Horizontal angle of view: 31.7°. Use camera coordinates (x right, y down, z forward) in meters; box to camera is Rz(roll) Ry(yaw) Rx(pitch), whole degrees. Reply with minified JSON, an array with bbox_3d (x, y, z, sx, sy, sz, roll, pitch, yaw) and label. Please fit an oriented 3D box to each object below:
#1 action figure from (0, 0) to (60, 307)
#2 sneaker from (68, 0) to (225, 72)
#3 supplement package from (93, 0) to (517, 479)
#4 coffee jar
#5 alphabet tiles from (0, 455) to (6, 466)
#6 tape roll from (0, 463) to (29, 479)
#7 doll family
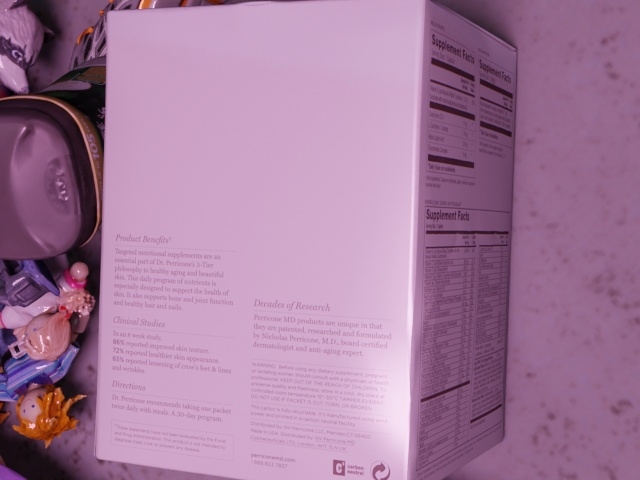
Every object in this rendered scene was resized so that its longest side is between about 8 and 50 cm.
[{"bbox_3d":[-0.327,-0.070,0.792,0.330,0.178,0.341,-37,51,-15],"label":"action figure"},{"bbox_3d":[-0.140,-0.143,0.828,0.083,0.084,0.215,32,104,27],"label":"sneaker"},{"bbox_3d":[0.000,0.000,0.697,0.199,0.198,0.262,3,92,24],"label":"supplement package"},{"bbox_3d":[-0.154,-0.056,0.708,0.079,0.184,0.096,-1,109,15],"label":"coffee jar"},{"bbox_3d":[-0.255,0.296,0.877,0.284,0.021,0.278,-19,102,24],"label":"alphabet tiles"},{"bbox_3d":[-0.285,0.289,0.814,0.275,0.090,0.274,4,108,13],"label":"tape roll"},{"bbox_3d":[-0.254,0.088,0.874,0.263,0.118,0.163,-29,61,18],"label":"doll family"}]
